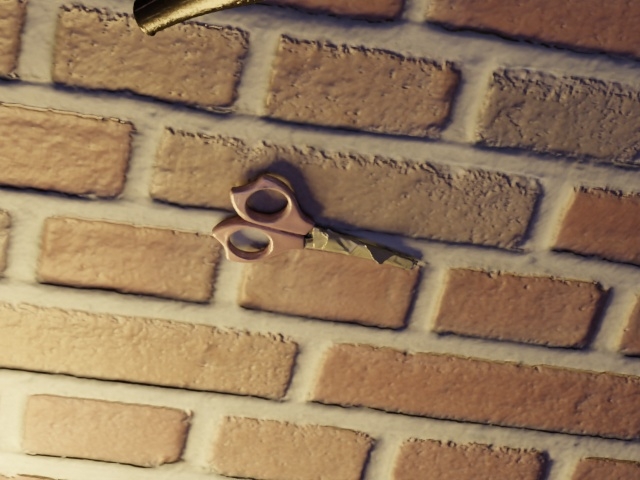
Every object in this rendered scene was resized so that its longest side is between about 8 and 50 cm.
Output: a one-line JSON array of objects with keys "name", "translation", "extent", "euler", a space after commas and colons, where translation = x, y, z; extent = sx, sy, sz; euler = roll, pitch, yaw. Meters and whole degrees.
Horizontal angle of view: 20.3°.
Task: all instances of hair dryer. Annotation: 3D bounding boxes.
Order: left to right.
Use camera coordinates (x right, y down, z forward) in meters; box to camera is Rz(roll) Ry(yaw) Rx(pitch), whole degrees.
[{"name": "hair dryer", "translation": [-0.117, -0.292, 1.536], "extent": [0.195, 0.075, 0.219], "euler": [-21, 116, 25]}]

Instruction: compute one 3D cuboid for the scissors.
[{"name": "scissors", "translation": [0.000, 0.000, 1.782], "extent": [0.212, 0.021, 0.110], "euler": [17, 127, -15]}]
